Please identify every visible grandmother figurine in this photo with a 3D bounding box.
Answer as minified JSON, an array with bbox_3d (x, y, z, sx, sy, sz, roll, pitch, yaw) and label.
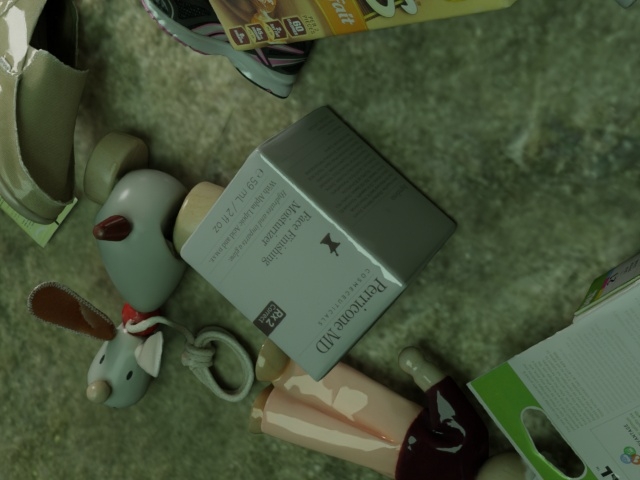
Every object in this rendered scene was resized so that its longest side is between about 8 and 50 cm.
[{"bbox_3d":[0.092,0.214,1.118,0.342,0.104,0.208,19,126,21],"label":"grandmother figurine"}]

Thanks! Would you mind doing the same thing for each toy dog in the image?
[{"bbox_3d":[-0.206,0.057,1.158,0.220,0.161,0.334,6,113,24],"label":"toy dog"}]

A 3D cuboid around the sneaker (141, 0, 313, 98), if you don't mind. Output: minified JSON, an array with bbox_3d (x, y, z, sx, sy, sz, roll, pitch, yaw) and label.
[{"bbox_3d":[-0.084,-0.212,1.024,0.178,0.072,0.077,25,112,-30],"label":"sneaker"}]

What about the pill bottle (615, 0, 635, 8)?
[{"bbox_3d":[0.176,-0.319,0.818,0.283,0.161,0.161,45,122,3],"label":"pill bottle"}]

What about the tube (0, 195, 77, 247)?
[{"bbox_3d":[-0.388,-0.098,1.249,0.240,0.062,0.070,42,166,-1],"label":"tube"}]

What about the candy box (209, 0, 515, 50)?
[{"bbox_3d":[0.013,-0.259,0.841,0.316,0.087,0.183,4,129,49],"label":"candy box"}]

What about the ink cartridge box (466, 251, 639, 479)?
[{"bbox_3d":[0.292,0.125,0.985,0.255,0.097,0.189,-37,92,34],"label":"ink cartridge box"}]

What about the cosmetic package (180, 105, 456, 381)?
[{"bbox_3d":[0.000,0.000,1.040,0.183,0.151,0.151,42,123,4],"label":"cosmetic package"}]

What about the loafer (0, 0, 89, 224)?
[{"bbox_3d":[-0.287,-0.150,1.106,0.092,0.102,0.269,-16,76,24],"label":"loafer"}]
